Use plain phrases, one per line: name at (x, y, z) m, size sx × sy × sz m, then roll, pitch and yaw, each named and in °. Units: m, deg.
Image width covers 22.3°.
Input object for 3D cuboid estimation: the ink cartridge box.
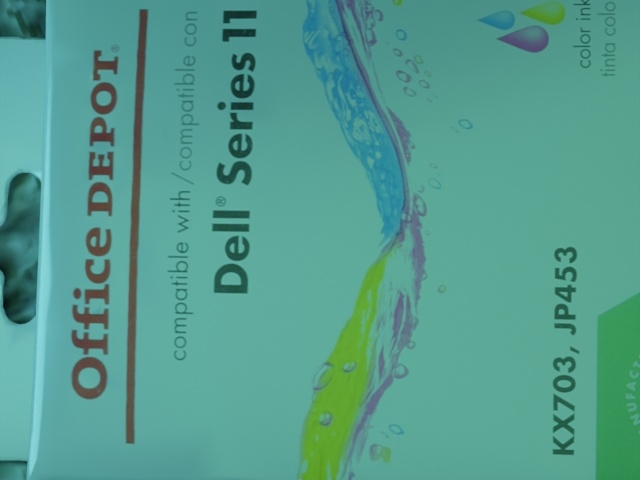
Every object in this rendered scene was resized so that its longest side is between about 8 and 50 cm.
ink cartridge box at (0.000, 0.000, 0.657) m, size 0.353 × 0.119 × 0.207 m, roll 0°, pitch 85°, yaw 7°
